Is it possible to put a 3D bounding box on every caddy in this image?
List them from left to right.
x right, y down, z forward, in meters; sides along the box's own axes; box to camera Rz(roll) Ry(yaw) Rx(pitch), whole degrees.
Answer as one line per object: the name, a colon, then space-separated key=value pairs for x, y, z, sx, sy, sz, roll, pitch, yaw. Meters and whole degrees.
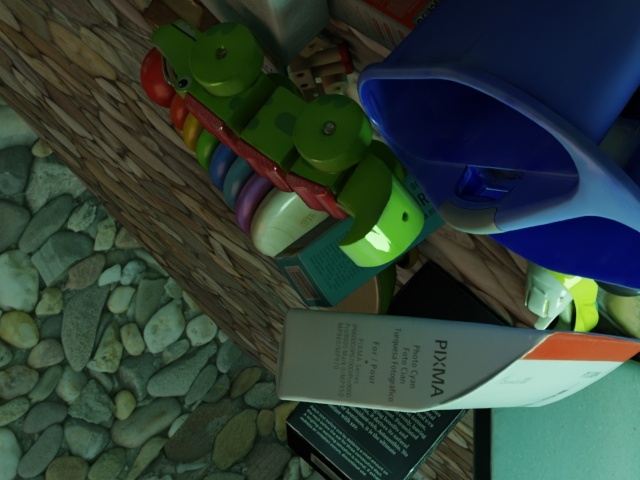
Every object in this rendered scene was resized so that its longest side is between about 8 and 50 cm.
caddy: x=0.164 y=-0.075 z=1.259 sx=0.241 sy=0.179 sz=0.341 roll=43 pitch=169 yaw=-19

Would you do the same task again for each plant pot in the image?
plant pot: x=0.305 y=0.253 z=1.859 sx=0.252 sy=0.247 sz=0.247 roll=1 pitch=165 yaw=1

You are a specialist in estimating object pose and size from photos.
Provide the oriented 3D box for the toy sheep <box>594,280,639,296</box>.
toy sheep: x=0.276 y=0.006 z=1.457 sx=0.091 sy=0.091 sz=0.132 roll=40 pitch=164 yaw=0

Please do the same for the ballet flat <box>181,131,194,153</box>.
ballet flat: x=-0.158 y=-0.144 z=2.370 sx=0.072 sy=0.068 sz=0.213 roll=35 pitch=168 yaw=28

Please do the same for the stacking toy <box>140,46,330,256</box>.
stacking toy: x=-0.117 y=-0.135 z=2.073 sx=0.330 sy=0.141 sz=0.141 roll=47 pitch=173 yaw=25

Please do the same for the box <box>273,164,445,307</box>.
box: x=0.078 y=-0.032 z=1.529 sx=0.060 sy=0.244 sz=0.100 roll=55 pitch=167 yaw=-7

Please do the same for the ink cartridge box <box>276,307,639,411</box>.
ink cartridge box: x=0.198 y=0.124 z=1.513 sx=0.385 sy=0.091 sz=0.308 roll=6 pitch=178 yaw=27

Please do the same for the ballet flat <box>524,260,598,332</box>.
ballet flat: x=0.252 y=0.057 z=1.748 sx=0.077 sy=0.077 sz=0.231 roll=37 pitch=168 yaw=26

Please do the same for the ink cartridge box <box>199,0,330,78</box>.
ink cartridge box: x=-0.121 y=-0.315 z=1.462 sx=0.324 sy=0.071 sz=0.330 roll=47 pitch=174 yaw=13

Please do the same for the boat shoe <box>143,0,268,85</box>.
boat shoe: x=-0.129 y=-0.211 z=1.873 sx=0.123 sy=0.116 sz=0.324 roll=35 pitch=168 yaw=26

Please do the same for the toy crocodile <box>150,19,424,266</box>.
toy crocodile: x=-0.035 y=-0.095 z=1.457 sx=0.340 sy=0.105 sz=0.115 roll=37 pitch=174 yaw=31

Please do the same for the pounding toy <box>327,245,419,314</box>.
pounding toy: x=0.068 y=-0.005 z=2.142 sx=0.183 sy=0.110 sz=0.237 roll=46 pitch=145 yaw=37

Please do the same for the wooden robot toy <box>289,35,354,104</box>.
wooden robot toy: x=-0.010 y=-0.199 z=1.721 sx=0.173 sy=0.076 sz=0.079 roll=67 pitch=-174 yaw=-67

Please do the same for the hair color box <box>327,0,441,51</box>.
hair color box: x=0.058 y=-0.206 z=1.456 sx=0.141 sy=0.043 sz=0.072 roll=36 pitch=168 yaw=29

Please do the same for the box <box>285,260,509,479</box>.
box: x=0.108 y=0.214 z=2.283 sx=0.183 sy=0.294 sz=0.296 roll=41 pitch=169 yaw=8
